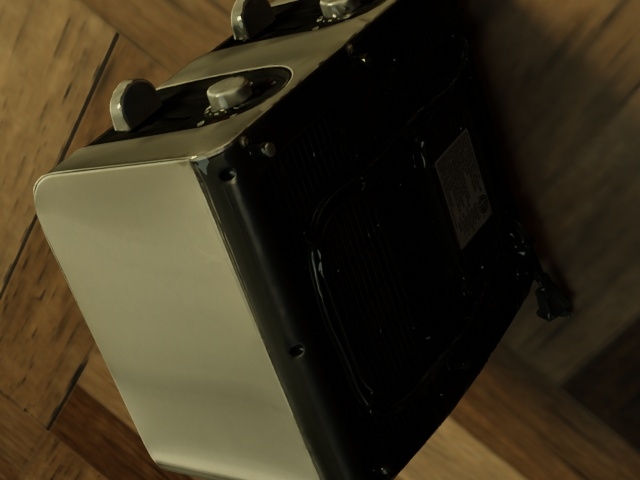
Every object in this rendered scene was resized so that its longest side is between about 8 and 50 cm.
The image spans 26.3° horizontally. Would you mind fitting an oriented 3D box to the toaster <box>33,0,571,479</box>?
[{"bbox_3d":[0.000,0.000,0.544,0.110,0.168,0.185,2,124,38],"label":"toaster"}]
